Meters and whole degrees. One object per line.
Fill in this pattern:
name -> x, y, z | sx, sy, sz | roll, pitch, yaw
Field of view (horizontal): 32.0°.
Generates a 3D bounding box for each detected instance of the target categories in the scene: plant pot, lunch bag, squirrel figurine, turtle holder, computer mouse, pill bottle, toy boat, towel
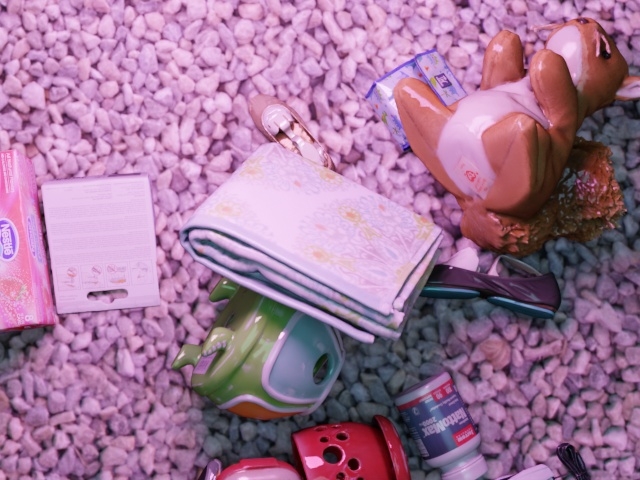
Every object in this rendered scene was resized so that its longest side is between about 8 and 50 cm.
plant pot -> 0.055, 0.393, 1.856 | 0.174, 0.191, 0.191 | -12, 85, -7
lunch bag -> 0.179, -0.254, 1.966 | 0.151, 0.096, 0.129 | -32, 85, -18
squirrel figurine -> 0.380, -0.179, 1.897 | 0.370, 0.281, 0.397 | -38, 125, -27
turtle holder -> -0.077, 0.154, 1.874 | 0.227, 0.243, 0.320 | 34, 45, -13
computer mouse -> 0.375, 0.429, 1.931 | 0.193, 0.042, 0.106 | -22, 87, -3
pill bottle -> 0.211, 0.326, 1.905 | 0.108, 0.108, 0.180 | -28, 87, -3
toy boat -> -0.117, 0.448, 1.873 | 0.151, 0.151, 0.231 | 0, 116, -16
towel -> 0.000, 0.000, 1.801 | 0.374, 0.320, 0.090 | 27, 123, 7

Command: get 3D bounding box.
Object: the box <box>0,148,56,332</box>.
box -> -0.555, 0.009, 1.896 | 0.154, 0.142, 0.300 | -8, 85, -3

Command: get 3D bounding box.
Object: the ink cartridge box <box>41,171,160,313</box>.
ink cartridge box -> -0.382, 0.002, 1.958 | 0.189, 0.066, 0.232 | -5, 106, -2

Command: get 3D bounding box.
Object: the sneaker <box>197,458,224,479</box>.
sneaker -> -0.230, 0.466, 1.896 | 0.083, 0.084, 0.215 | 27, 86, 6

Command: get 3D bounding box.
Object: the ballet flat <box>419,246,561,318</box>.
ballet flat -> 0.284, 0.069, 1.943 | 0.280, 0.095, 0.096 | 11, 75, -11

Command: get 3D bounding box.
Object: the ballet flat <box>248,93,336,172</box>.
ballet flat -> -0.047, -0.186, 1.963 | 0.206, 0.067, 0.073 | 44, 85, 3
